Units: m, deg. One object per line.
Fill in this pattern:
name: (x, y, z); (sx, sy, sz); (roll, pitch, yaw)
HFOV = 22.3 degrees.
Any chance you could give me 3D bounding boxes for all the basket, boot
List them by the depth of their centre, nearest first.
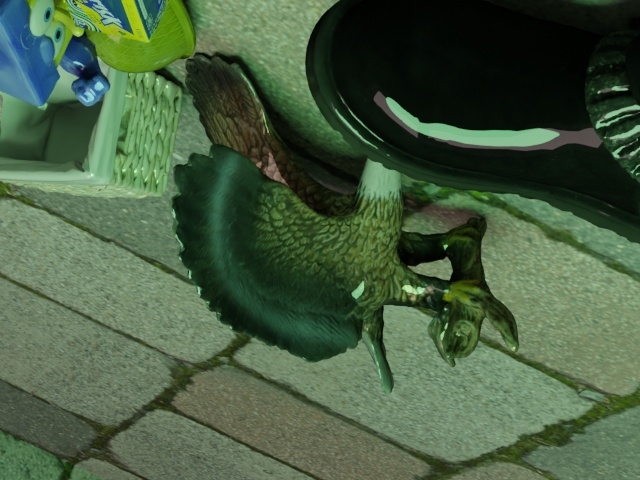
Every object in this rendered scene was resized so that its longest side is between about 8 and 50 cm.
boot: (0.185, -0.108, 1.030); (0.348, 0.131, 0.260); (16, 164, -14)
basket: (-0.211, -0.096, 1.382); (0.167, 0.113, 0.103); (4, 170, 36)

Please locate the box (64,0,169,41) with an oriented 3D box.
box: (-0.106, -0.210, 1.017); (0.054, 0.169, 0.059); (14, 154, 15)

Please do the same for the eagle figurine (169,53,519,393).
eagle figurine: (0.003, -0.011, 1.333); (0.298, 0.225, 0.226); (16, 168, -14)

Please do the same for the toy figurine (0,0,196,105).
toy figurine: (-0.221, -0.173, 1.131); (0.191, 0.217, 0.362); (16, 154, 13)
